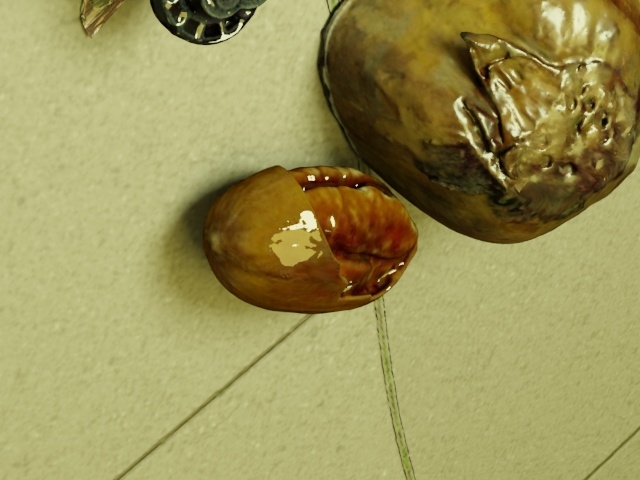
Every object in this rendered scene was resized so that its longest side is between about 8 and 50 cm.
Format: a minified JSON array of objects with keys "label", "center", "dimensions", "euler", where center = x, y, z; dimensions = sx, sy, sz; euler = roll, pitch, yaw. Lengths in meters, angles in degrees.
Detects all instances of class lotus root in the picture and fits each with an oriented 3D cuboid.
[{"label":"lotus root","center":[0.143,-0.127,1.151],"dimensions":[0.272,0.192,0.272],"euler":[-19,129,-24]}]

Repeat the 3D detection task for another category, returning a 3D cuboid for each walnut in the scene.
[{"label":"walnut","center":[0.000,0.000,1.148],"dimensions":[0.207,0.116,0.115],"euler":[8,111,-45]}]

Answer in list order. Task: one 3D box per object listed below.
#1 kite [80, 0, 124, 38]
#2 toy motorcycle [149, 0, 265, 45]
[{"label":"kite","center":[-0.140,-0.190,0.963],"dimensions":[0.157,0.011,0.139],"euler":[-14,123,-36]},{"label":"toy motorcycle","center":[-0.131,-0.239,0.848],"dimensions":[0.358,0.125,0.212],"euler":[13,103,-44]}]
